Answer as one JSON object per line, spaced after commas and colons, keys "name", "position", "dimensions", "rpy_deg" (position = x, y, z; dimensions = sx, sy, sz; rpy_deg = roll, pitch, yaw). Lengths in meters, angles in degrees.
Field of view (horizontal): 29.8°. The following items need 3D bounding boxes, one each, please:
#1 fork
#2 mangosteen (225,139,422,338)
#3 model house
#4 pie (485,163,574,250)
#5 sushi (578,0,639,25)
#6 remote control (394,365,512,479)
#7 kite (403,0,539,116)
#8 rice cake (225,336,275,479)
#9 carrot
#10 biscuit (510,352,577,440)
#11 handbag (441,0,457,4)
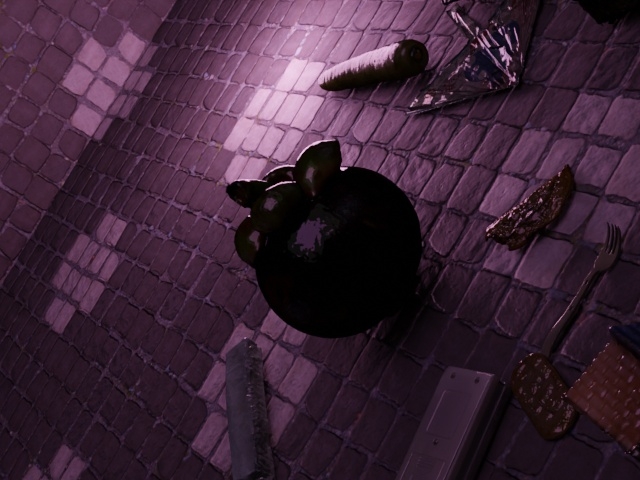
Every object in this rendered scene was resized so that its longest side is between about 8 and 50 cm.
{"name": "fork", "position": [0.362, 0.079, 1.667], "dimensions": [0.034, 0.028, 0.219], "rpy_deg": [26, 87, 52]}
{"name": "mangosteen", "position": [0.016, 0.009, 1.945], "dimensions": [0.311, 0.311, 0.311], "rpy_deg": [-36, 36, 31]}
{"name": "model house", "position": [0.409, 0.176, 1.341], "dimensions": [0.172, 0.183, 0.166], "rpy_deg": [-55, 31, 3]}
{"name": "pie", "position": [0.322, -0.040, 1.825], "dimensions": [0.170, 0.034, 0.092], "rpy_deg": [-39, 32, 16]}
{"name": "sushi", "position": [0.459, -0.398, 1.903], "dimensions": [0.084, 0.098, 0.094], "rpy_deg": [-10, 56, 53]}
{"name": "remote control", "position": [0.170, 0.313, 1.682], "dimensions": [0.103, 0.055, 0.277], "rpy_deg": [5, 64, 56]}
{"name": "kite", "position": [0.296, -0.358, 2.184], "dimensions": [0.406, 0.014, 0.368], "rpy_deg": [-47, 31, 16]}
{"name": "rice cake", "position": [-0.125, 0.310, 2.097], "dimensions": [0.066, 0.063, 0.336], "rpy_deg": [-40, 33, 25]}
{"name": "carrot", "position": [0.095, -0.340, 2.402], "dimensions": [0.358, 0.074, 0.074], "rpy_deg": [-4, 58, 60]}
{"name": "biscuit", "position": [0.300, 0.209, 1.623], "dimensions": [0.071, 0.018, 0.147], "rpy_deg": [-49, 35, 16]}
{"name": "handbag", "position": [0.330, -0.560, 2.258], "dimensions": [0.270, 0.089, 0.175], "rpy_deg": [-56, 18, -10]}
